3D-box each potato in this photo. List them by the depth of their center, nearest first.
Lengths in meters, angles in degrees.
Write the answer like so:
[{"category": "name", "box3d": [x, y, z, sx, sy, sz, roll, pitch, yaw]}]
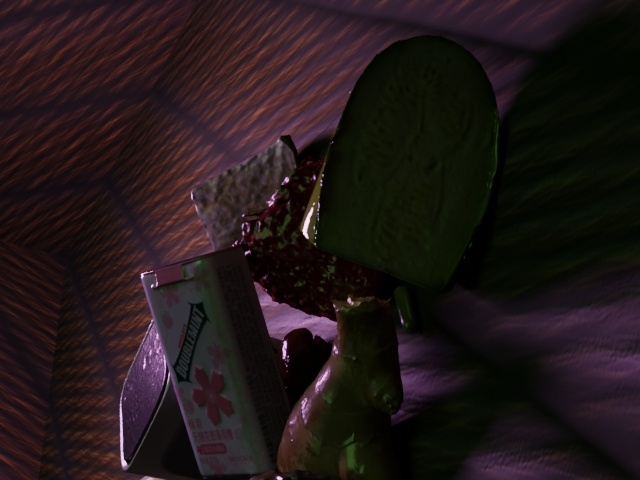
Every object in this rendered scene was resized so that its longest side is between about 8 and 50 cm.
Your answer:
[{"category": "potato", "box3d": [-0.115, -0.076, 2.196, 0.264, 0.211, 0.189, -30, -4, 15]}]

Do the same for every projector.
[{"category": "projector", "box3d": [-0.214, 0.299, 1.963, 0.248, 0.249, 0.249, -62, 25, 25]}]

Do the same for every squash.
[{"category": "squash", "box3d": [0.133, -0.122, 1.473, 0.210, 0.233, 0.309, -86, 18, -75]}, {"category": "squash", "box3d": [0.129, 0.106, 1.581, 0.027, 0.027, 0.083, -56, 29, 38]}]

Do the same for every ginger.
[{"category": "ginger", "box3d": [0.030, 0.261, 1.507, 0.375, 0.166, 0.236, 98, 170, -48]}]

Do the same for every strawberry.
[{"category": "strawberry", "box3d": [-0.002, 0.003, 1.754, 0.261, 0.257, 0.261, -53, 3, 3]}]

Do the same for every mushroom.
[{"category": "mushroom", "box3d": [-0.030, 0.213, 1.832, 0.127, 0.087, 0.127, -178, 90, -87]}]

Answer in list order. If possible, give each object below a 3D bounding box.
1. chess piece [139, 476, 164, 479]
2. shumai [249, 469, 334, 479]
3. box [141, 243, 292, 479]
[{"category": "chess piece", "box3d": [-0.266, 0.601, 1.938, 0.442, 0.234, 0.234, -124, 53, -66]}, {"category": "shumai", "box3d": [-0.060, 0.445, 1.454, 0.260, 0.222, 0.225, 4, 117, 40]}, {"category": "box", "box3d": [-0.156, 0.204, 1.727, 0.190, 0.112, 0.370, -13, 95, 46]}]
